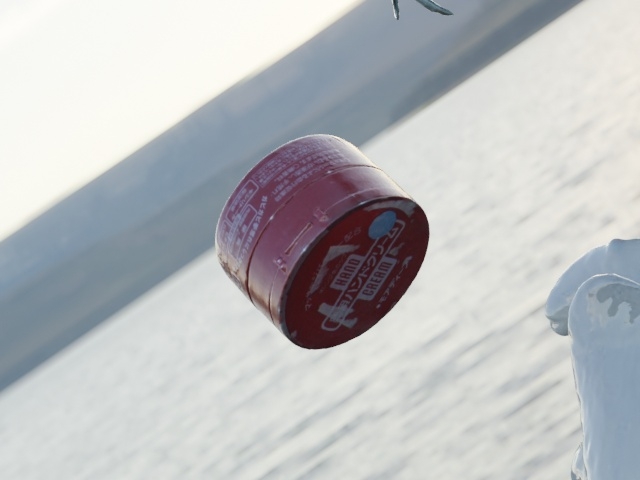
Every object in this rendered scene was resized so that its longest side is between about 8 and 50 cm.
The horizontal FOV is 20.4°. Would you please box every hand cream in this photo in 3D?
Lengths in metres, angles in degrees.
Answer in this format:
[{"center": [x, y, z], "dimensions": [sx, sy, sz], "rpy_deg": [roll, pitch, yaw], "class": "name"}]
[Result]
[{"center": [0.000, 0.000, 2.072], "dimensions": [0.230, 0.149, 0.230], "rpy_deg": [-30, -38, -26], "class": "hand cream"}]

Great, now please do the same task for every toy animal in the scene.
[{"center": [0.285, 0.149, 1.356], "dimensions": [0.206, 0.271, 0.265], "rpy_deg": [-29, 38, 58], "class": "toy animal"}]

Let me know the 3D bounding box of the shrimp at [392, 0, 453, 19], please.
[{"center": [0.139, -0.385, 1.895], "dimensions": [0.221, 0.166, 0.410], "rpy_deg": [5, -40, -22], "class": "shrimp"}]
